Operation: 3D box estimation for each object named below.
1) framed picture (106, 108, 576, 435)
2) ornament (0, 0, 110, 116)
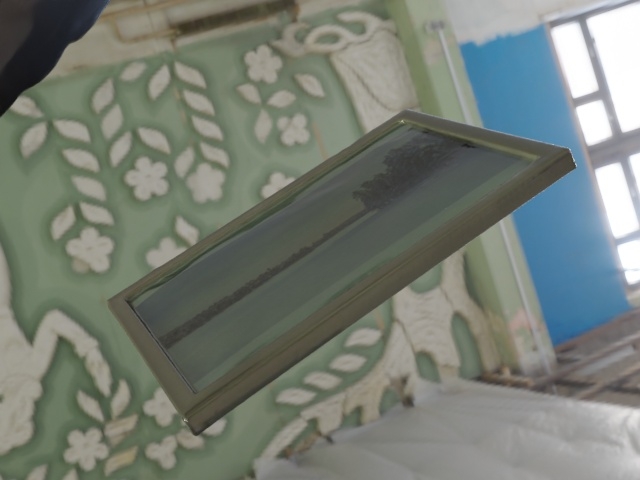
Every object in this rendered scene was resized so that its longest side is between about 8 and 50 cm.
[{"bbox_3d":[0.000,0.000,0.629,0.289,0.016,0.213,-34,-154,-13],"label":"framed picture"},{"bbox_3d":[-0.241,-0.136,0.365,0.251,0.260,0.106,-51,172,-23],"label":"ornament"}]
